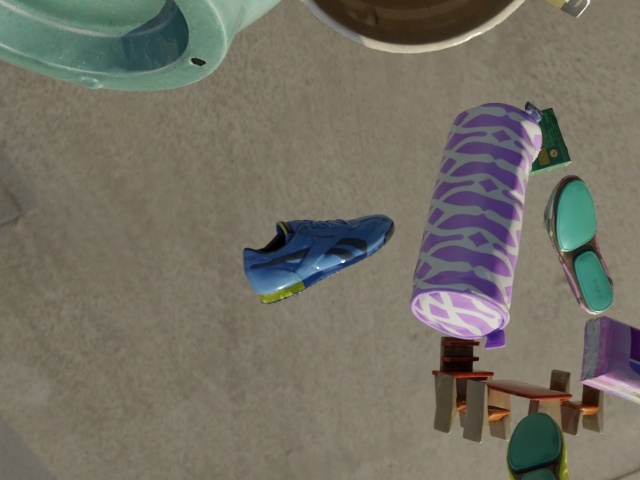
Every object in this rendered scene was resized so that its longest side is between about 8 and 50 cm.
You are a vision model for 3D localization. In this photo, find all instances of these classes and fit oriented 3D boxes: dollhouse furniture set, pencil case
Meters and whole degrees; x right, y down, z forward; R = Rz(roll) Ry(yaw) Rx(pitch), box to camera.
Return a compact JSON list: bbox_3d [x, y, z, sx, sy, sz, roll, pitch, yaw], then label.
[{"bbox_3d":[0.298,0.240,1.551,0.262,0.259,0.135,3,90,-30],"label":"dollhouse furniture set"},{"bbox_3d":[0.135,-0.019,0.793,0.088,0.206,0.086,36,149,-30],"label":"pencil case"}]

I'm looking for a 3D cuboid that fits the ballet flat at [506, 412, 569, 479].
[{"bbox_3d":[0.275,0.302,1.156,0.077,0.231,0.077,-17,106,14],"label":"ballet flat"}]

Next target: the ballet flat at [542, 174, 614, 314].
[{"bbox_3d":[0.360,0.003,1.335,0.077,0.079,0.221,-27,113,-8],"label":"ballet flat"}]

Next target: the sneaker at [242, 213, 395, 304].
[{"bbox_3d":[0.000,0.000,1.152,0.209,0.069,0.082,-26,103,-23],"label":"sneaker"}]

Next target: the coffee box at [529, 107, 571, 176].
[{"bbox_3d":[0.359,-0.169,1.737,0.184,0.040,0.113,-17,82,-7],"label":"coffee box"}]

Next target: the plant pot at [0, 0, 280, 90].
[{"bbox_3d":[-0.110,-0.198,0.463,0.293,0.196,0.293,11,162,4],"label":"plant pot"}]

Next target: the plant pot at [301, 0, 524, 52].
[{"bbox_3d":[0.099,-0.447,1.159,0.334,0.305,0.334,-2,124,-4],"label":"plant pot"}]

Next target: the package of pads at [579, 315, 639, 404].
[{"bbox_3d":[0.229,0.090,0.678,0.083,0.050,0.032,20,156,-14],"label":"package of pads"}]

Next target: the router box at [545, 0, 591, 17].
[{"bbox_3d":[0.388,-0.529,1.442,0.243,0.081,0.309,23,133,-13],"label":"router box"}]
